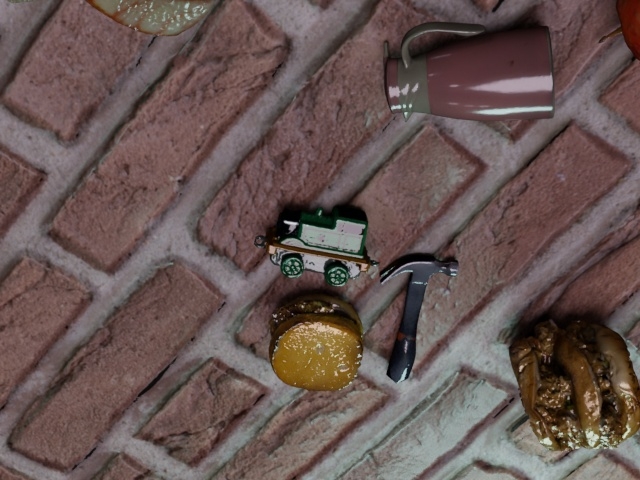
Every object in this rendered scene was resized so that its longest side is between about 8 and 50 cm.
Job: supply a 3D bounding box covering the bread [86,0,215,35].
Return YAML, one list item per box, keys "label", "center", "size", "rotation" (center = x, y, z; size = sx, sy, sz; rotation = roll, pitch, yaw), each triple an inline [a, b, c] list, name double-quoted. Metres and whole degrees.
- label: "bread"
  center: [-0.222, -0.455, 1.514]
  size: [0.328, 0.114, 0.295]
  rotation: [-36, 142, 27]

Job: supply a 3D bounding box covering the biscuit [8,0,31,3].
- label: "biscuit"
  center: [-0.410, -0.457, 1.610]
  size: [0.147, 0.046, 0.250]
  rotation: [36, 115, -21]

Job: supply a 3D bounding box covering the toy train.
- label: "toy train"
  center: [0.000, 0.000, 1.881]
  size: [0.228, 0.091, 0.136]
  rotation: [13, 111, -7]

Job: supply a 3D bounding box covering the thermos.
- label: "thermos"
  center: [0.232, -0.267, 1.685]
  size: [0.265, 0.146, 0.176]
  rotation: [-2, 129, 8]

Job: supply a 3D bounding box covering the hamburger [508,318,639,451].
- label: "hamburger"
  center: [0.473, 0.282, 1.961]
  size: [0.211, 0.260, 0.245]
  rotation: [-16, 114, 5]

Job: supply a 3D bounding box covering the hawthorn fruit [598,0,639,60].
- label: "hawthorn fruit"
  center: [0.528, -0.346, 1.624]
  size: [0.243, 0.207, 0.207]
  rotation: [-14, 126, 41]

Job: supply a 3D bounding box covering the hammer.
- label: "hammer"
  center: [0.163, 0.152, 2.004]
  size: [0.137, 0.037, 0.289]
  rotation: [7, 122, -6]

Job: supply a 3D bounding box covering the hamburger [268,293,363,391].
- label: "hamburger"
  center: [-0.014, 0.182, 1.975]
  size: [0.191, 0.118, 0.182]
  rotation: [29, 114, -21]
